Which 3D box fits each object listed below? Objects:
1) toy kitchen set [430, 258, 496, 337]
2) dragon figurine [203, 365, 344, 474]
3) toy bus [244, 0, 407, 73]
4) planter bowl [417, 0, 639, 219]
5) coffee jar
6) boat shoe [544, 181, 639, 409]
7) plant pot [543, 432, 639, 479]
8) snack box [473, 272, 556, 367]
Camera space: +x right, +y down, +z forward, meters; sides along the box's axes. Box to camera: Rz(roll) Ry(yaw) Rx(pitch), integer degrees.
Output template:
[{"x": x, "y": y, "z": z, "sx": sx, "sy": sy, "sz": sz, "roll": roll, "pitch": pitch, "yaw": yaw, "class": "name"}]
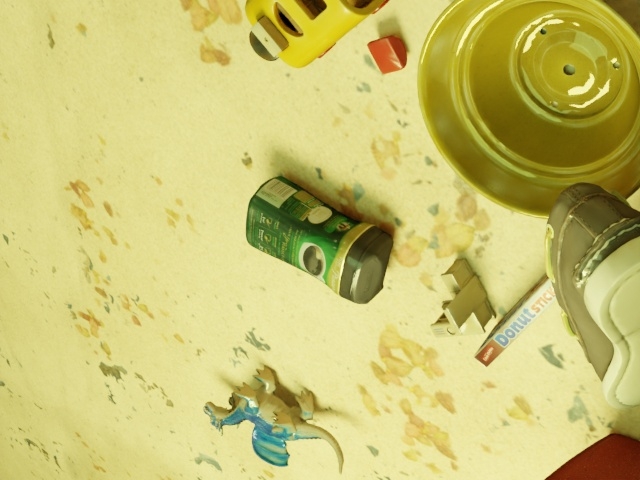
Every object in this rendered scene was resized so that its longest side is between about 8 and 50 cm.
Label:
[{"x": 0.143, "y": 0.078, "z": 0.947, "sx": 0.075, "sy": 0.068, "sz": 0.083, "roll": -14, "pitch": 112, "yaw": 47, "class": "toy kitchen set"}, {"x": -0.064, "y": 0.299, "z": 1.306, "sx": 0.289, "sy": 0.085, "sz": 0.144, "roll": 25, "pitch": 136, "yaw": 26, "class": "dragon figurine"}, {"x": -0.020, "y": -0.224, "z": 0.802, "sx": 0.191, "sy": 0.104, "sz": 0.202, "roll": 21, "pitch": 142, "yaw": 26, "class": "toy bus"}, {"x": 0.199, "y": -0.133, "z": 0.704, "sx": 0.217, "sy": 0.090, "sz": 0.217, "roll": 25, "pitch": 136, "yaw": 26, "class": "planter bowl"}, {"x": 0.000, "y": 0.000, "z": 1.005, "sx": 0.184, "sy": 0.079, "sz": 0.096, "roll": 29, "pitch": 134, "yaw": 22, "class": "coffee jar"}, {"x": 0.273, "y": 0.061, "z": 0.736, "sx": 0.324, "sy": 0.116, "sz": 0.096, "roll": 47, "pitch": -171, "yaw": -52, "class": "boat shoe"}, {"x": 0.351, "y": 0.368, "z": 0.867, "sx": 0.267, "sy": 0.236, "sz": 0.267, "roll": 15, "pitch": 131, "yaw": 35, "class": "plant pot"}, {"x": 0.223, "y": 0.070, "z": 0.870, "sx": 0.022, "sy": 0.064, "sz": 0.178, "roll": 38, "pitch": 140, "yaw": 9, "class": "snack box"}]
